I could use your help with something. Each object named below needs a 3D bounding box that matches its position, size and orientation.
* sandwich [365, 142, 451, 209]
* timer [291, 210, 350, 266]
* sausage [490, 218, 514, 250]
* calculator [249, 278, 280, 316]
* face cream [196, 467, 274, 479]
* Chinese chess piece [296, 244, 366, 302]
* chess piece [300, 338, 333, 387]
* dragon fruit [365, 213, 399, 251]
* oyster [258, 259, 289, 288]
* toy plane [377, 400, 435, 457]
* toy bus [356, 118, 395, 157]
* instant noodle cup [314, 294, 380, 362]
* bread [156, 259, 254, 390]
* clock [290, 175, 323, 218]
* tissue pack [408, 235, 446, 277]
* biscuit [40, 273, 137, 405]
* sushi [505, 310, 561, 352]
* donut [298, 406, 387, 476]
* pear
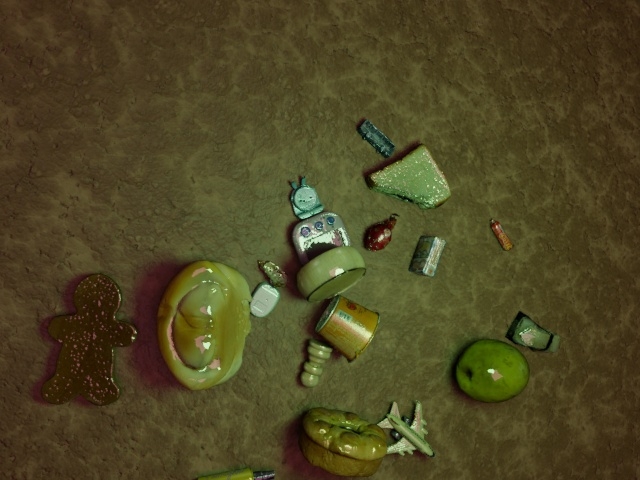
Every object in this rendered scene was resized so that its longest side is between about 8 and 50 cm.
[{"bbox_3d":[0.348,-0.211,2.004,0.288,0.099,0.254,-29,97,-15],"label":"sandwich"},{"bbox_3d":[0.000,0.000,1.918,0.208,0.069,0.191,-23,96,-16],"label":"timer"},{"bbox_3d":[0.754,-0.027,2.152,0.050,0.048,0.145,-28,98,24],"label":"sausage"},{"bbox_3d":[-0.201,0.208,1.883,0.095,0.021,0.153,35,81,-14],"label":"calculator"},{"bbox_3d":[-0.296,0.855,1.824,0.273,0.078,0.078,-4,91,-16],"label":"face cream"},{"bbox_3d":[0.039,0.121,1.833,0.257,0.257,0.104,-22,69,-15],"label":"Chinese chess piece"},{"bbox_3d":[-0.026,0.458,1.907,0.094,0.094,0.171,21,92,-15],"label":"chess piece"},{"bbox_3d":[0.244,-0.039,1.982,0.094,0.094,0.190,43,74,-12],"label":"dragon fruit"},{"bbox_3d":[-0.171,0.119,1.886,0.086,0.029,0.132,-18,73,-42],"label":"oyster"},{"bbox_3d":[0.345,0.754,2.000,0.256,0.104,0.242,44,76,-12],"label":"toy plane"},{"bbox_3d":[0.217,-0.393,1.994,0.166,0.047,0.065,40,76,-12],"label":"toy bus"},{"bbox_3d":[0.092,0.311,1.882,0.172,0.216,0.216,33,81,-5],"label":"instant noodle cup"},{"bbox_3d":[-0.376,0.281,1.715,0.328,0.245,0.425,5,84,-17],"label":"bread"},{"bbox_3d":[-0.060,-0.160,1.913,0.108,0.045,0.147,-24,96,-16],"label":"clock"},{"bbox_3d":[0.418,0.060,2.015,0.065,0.115,0.155,25,82,-18],"label":"tissue pack"},{"bbox_3d":[-0.748,0.324,1.699,0.282,0.064,0.433,6,87,-7],"label":"biscuit"},{"bbox_3d":[0.933,0.420,2.169,0.272,0.109,0.134,32,82,-15],"label":"sushi"},{"bbox_3d":[0.081,0.714,1.838,0.317,0.299,0.150,19,97,17],"label":"donut"},{"bbox_3d":[0.684,0.517,2.031,0.306,0.253,0.253,9,87,-24],"label":"pear"}]
